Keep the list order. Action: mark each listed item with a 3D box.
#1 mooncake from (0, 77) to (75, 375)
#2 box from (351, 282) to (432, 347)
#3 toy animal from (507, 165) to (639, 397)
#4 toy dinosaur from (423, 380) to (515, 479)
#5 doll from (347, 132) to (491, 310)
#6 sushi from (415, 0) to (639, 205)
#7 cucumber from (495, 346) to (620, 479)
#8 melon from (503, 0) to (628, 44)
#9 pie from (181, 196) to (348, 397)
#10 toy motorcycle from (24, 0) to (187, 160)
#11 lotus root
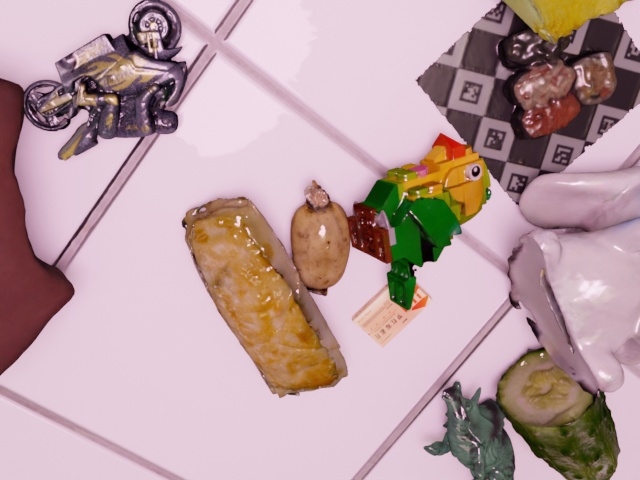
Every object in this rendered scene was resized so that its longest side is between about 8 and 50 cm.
[{"bbox_3d":[-0.395,-0.017,0.564,0.334,0.174,0.326,-55,134,-23],"label":"mooncake"},{"bbox_3d":[0.093,0.089,0.784,0.093,0.015,0.058,-44,107,8],"label":"box"},{"bbox_3d":[0.362,0.037,0.729,0.289,0.174,0.249,-6,98,-6],"label":"toy animal"},{"bbox_3d":[0.223,0.319,0.835,0.120,0.079,0.292,-30,110,-36],"label":"toy dinosaur"},{"bbox_3d":[0.120,-0.032,0.702,0.186,0.106,0.134,-46,118,-10],"label":"doll"},{"bbox_3d":[0.269,-0.183,0.705,0.231,0.047,0.219,-43,109,6],"label":"sushi"},{"bbox_3d":[0.345,0.267,0.825,0.134,0.134,0.244,-31,116,2],"label":"cucumber"},{"bbox_3d":[0.308,-0.289,0.655,0.261,0.053,0.114,-19,96,-12],"label":"melon"},{"bbox_3d":[-0.065,0.081,0.719,0.128,0.068,0.283,-17,115,22],"label":"pie"},{"bbox_3d":[-0.208,-0.154,0.637,0.193,0.061,0.124,-36,112,2],"label":"toy motorcycle"},{"bbox_3d":[0.000,0.000,0.717,0.072,0.063,0.152,-3,112,3],"label":"lotus root"}]
